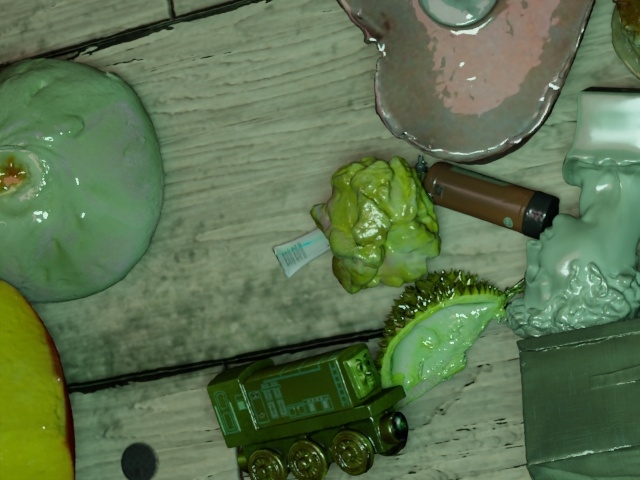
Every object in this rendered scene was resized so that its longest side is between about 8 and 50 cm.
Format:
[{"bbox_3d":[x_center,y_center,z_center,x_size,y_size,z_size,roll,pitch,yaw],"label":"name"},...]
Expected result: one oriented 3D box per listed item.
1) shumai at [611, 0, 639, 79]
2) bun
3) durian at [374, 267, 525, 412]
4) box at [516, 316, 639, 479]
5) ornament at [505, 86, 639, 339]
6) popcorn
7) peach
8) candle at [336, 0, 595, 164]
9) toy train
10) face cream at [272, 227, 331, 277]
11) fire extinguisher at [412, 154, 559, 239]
[{"bbox_3d":[0.345,-0.221,1.518,0.145,0.116,0.146,-1,86,21],"label":"shumai"},{"bbox_3d":[-0.330,-0.068,1.753,0.293,0.187,0.293,-1,89,24],"label":"bun"},{"bbox_3d":[0.124,0.088,1.629,0.100,0.086,0.215,39,108,-15],"label":"durian"},{"bbox_3d":[0.315,0.169,1.446,0.231,0.155,0.149,-12,45,15],"label":"box"},{"bbox_3d":[0.284,-0.018,1.531,0.130,0.120,0.285,20,93,21],"label":"ornament"},{"bbox_3d":[0.058,-0.018,1.606,0.126,0.145,0.126,-24,53,-15],"label":"popcorn"},{"bbox_3d":[-0.424,0.210,1.748,0.306,0.242,0.380,39,123,43],"label":"peach"},{"bbox_3d":[0.164,-0.253,1.595,0.287,0.131,0.317,-29,86,12],"label":"candle"},{"bbox_3d":[-0.010,0.184,1.634,0.225,0.090,0.137,-18,92,36],"label":"toy train"},{"bbox_3d":[0.000,0.000,1.700,0.115,0.020,0.038,-29,86,18],"label":"face cream"},{"bbox_3d":[0.161,-0.045,1.623,0.177,0.050,0.062,19,126,23],"label":"fire extinguisher"}]
